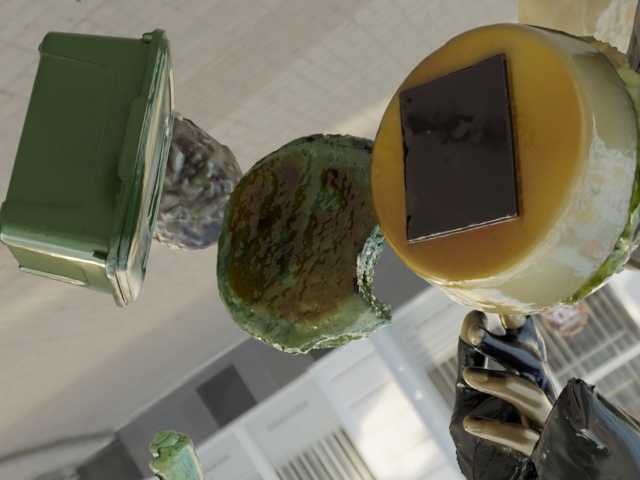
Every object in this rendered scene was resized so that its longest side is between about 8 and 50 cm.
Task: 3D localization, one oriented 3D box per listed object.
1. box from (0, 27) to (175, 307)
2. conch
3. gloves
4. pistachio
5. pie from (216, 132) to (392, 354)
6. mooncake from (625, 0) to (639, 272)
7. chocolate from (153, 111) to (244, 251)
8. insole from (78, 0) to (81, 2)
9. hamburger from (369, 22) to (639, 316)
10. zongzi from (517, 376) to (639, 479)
[{"bbox_3d":[-0.295,-0.097,1.331,0.177,0.329,0.253,8,163,-6],"label":"box"},{"bbox_3d":[-0.262,0.431,1.924,0.079,0.170,0.106,-24,-165,40],"label":"conch"},{"bbox_3d":[0.237,0.204,1.355,0.152,0.197,0.301,-23,129,-9],"label":"gloves"},{"bbox_3d":[0.430,-0.376,1.561,0.229,0.238,0.321,-52,167,-49],"label":"pistachio"},{"bbox_3d":[-0.006,-0.002,1.247,0.302,0.302,0.067,-36,143,16],"label":"pie"},{"bbox_3d":[0.407,-0.150,1.019,0.394,0.246,0.393,11,94,-76],"label":"mooncake"},{"bbox_3d":[-0.282,-0.109,1.921,0.225,0.340,0.210,-50,-163,6],"label":"chocolate"},{"bbox_3d":[-0.261,-0.253,0.925,0.004,0.064,0.188,-52,171,0],"label":"insole"},{"bbox_3d":[0.194,-0.066,1.014,0.300,0.300,0.176,-38,149,30],"label":"hamburger"},{"bbox_3d":[0.306,0.352,1.150,0.362,0.383,0.319,-49,-158,28],"label":"zongzi"}]
